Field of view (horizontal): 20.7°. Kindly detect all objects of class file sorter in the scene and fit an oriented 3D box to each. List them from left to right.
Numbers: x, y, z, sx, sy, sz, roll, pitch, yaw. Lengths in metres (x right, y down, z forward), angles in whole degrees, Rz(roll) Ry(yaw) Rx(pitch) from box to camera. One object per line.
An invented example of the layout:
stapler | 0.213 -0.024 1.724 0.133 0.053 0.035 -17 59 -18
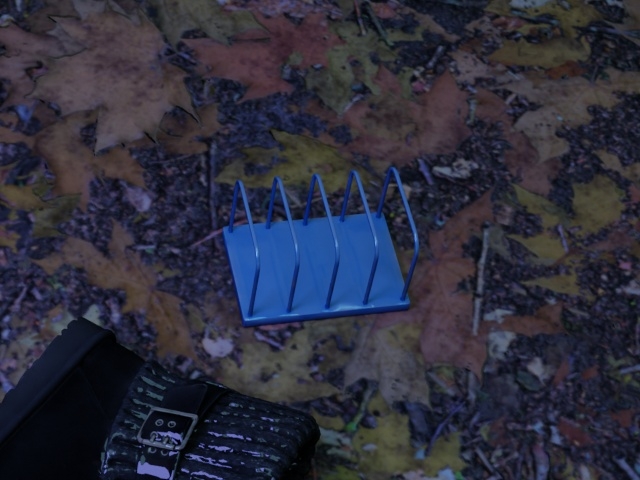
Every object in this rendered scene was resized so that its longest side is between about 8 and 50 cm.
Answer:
file sorter | 0.000 0.000 1.725 0.170 0.104 0.118 -6 53 -13

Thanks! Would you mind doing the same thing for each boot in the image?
boot | -0.174 0.231 1.499 0.260 0.131 0.348 26 52 11
